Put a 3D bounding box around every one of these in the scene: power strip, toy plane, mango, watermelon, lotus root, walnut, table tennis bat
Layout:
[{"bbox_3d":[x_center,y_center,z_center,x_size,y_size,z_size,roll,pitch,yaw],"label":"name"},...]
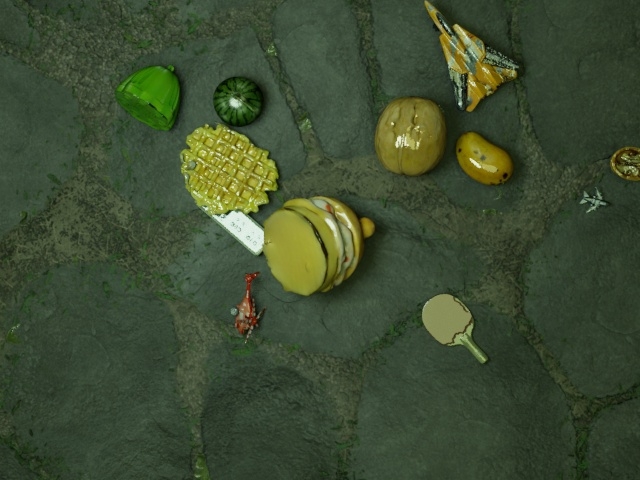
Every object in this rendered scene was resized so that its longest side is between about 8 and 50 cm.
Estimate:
[{"bbox_3d":[-0.245,-0.057,1.938,0.272,0.052,0.078,41,90,2],"label":"power strip"},{"bbox_3d":[0.383,-0.530,1.873,0.204,0.103,0.316,-37,82,2],"label":"toy plane"},{"bbox_3d":[0.450,-0.223,1.876,0.178,0.090,0.115,34,83,5],"label":"mango"},{"bbox_3d":[-0.214,0.181,1.909,0.077,0.126,0.194,19,133,30],"label":"toy plane"},{"bbox_3d":[0.770,-0.110,1.888,0.083,0.031,0.079,16,108,5],"label":"toy plane"},{"bbox_3d":[-0.225,-0.387,1.862,0.140,0.187,0.141,0,90,-7],"label":"watermelon"},{"bbox_3d":[-0.459,-0.426,1.900,0.186,0.186,0.186,0,91,3],"label":"lotus root"},{"bbox_3d":[0.856,-0.210,1.869,0.121,0.052,0.091,14,91,1],"label":"walnut"},{"bbox_3d":[0.248,-0.285,1.841,0.195,0.195,0.222,7,85,3],"label":"walnut"},{"bbox_3d":[0.391,0.255,1.925,0.131,0.022,0.234,-43,87,3],"label":"table tennis bat"}]

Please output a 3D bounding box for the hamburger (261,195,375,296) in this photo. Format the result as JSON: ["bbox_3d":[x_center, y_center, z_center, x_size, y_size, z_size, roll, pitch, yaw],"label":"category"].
[{"bbox_3d":[0.000,0.000,1.836,0.236,0.276,0.276,-25,90,-39],"label":"hamburger"}]

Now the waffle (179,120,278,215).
[{"bbox_3d":[-0.257,-0.200,1.906,0.262,0.060,0.281,-14,81,-14],"label":"waffle"}]

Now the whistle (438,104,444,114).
[{"bbox_3d":[0.331,-0.332,1.907,0.035,0.035,0.100,6,93,3],"label":"whistle"}]
